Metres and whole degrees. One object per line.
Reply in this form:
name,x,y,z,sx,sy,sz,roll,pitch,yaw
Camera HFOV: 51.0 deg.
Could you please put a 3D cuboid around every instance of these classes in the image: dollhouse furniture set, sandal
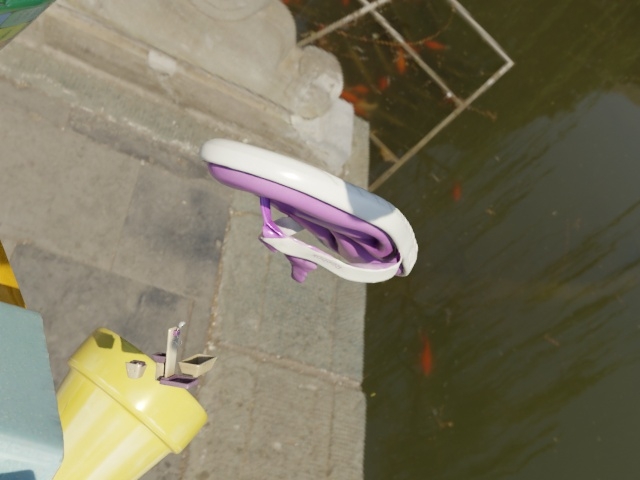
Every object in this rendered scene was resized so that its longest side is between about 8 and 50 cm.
dollhouse furniture set,-0.192,0.141,0.906,0.114,0.091,0.081,-5,102,-76
sandal,0.013,0.004,0.724,0.416,0.169,0.102,28,78,-61

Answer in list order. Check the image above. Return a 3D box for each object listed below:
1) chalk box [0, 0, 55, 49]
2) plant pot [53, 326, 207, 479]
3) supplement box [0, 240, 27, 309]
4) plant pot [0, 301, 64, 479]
chalk box,-0.353,-0.227,0.544,0.179,0.180,0.288,-40,111,-48
plant pot,-0.362,0.316,1.137,0.254,0.254,0.239,41,67,-4
supplement box,-0.529,0.074,0.892,0.191,0.194,0.129,68,18,4
plant pot,-0.392,0.158,0.527,0.252,0.247,0.247,33,5,-33
